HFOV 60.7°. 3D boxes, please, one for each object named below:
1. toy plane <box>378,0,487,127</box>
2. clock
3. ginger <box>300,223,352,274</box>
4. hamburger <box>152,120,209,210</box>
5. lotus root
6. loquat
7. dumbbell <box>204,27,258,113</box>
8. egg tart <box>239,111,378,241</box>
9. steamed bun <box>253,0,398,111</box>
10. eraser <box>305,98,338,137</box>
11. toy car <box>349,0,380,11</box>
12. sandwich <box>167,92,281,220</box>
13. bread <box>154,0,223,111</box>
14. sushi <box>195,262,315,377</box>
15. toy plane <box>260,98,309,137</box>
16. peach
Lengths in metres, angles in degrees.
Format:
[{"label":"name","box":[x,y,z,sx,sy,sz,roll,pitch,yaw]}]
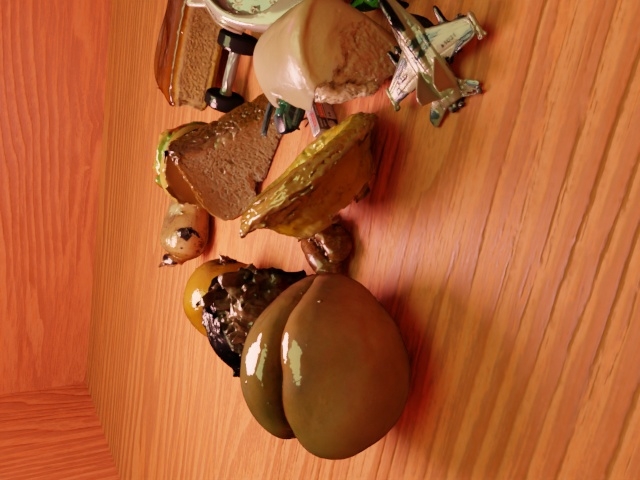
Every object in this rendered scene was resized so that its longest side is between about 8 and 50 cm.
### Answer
[{"label":"toy plane","box":[0.143,-0.306,0.818,0.192,0.088,0.262,-33,77,49]},{"label":"clock","box":[-0.114,-0.533,1.060,0.324,0.108,0.265,6,99,19]},{"label":"ginger","box":[0.000,0.000,1.059,0.162,0.073,0.103,52,131,44]},{"label":"hamburger","box":[-0.324,-0.204,1.427,0.149,0.237,0.237,35,119,50]},{"label":"lotus root","box":[-0.392,-0.036,1.597,0.154,0.140,0.257,-167,89,-69]},{"label":"loquat","box":[-0.218,0.135,1.280,0.208,0.208,0.208,0,90,57]},{"label":"dumbbell","box":[-0.226,-0.425,1.376,0.100,0.100,0.191,50,129,44]},{"label":"egg tart","box":[-0.007,-0.095,0.953,0.120,0.315,0.315,49,145,-10]},{"label":"steamed bun","box":[-0.008,-0.301,0.961,0.225,0.200,0.170,3,75,61]},{"label":"eraser","box":[-0.002,-0.257,1.082,0.029,0.052,0.122,-42,56,47]},{"label":"toy car","box":[0.113,-0.427,0.896,0.165,0.071,0.062,-30,79,52]},{"label":"sandwich","box":[-0.188,-0.192,1.308,0.254,0.288,0.099,59,-178,-45]},{"label":"bread","box":[-0.358,-0.549,1.499,0.323,0.143,0.333,47,126,58]},{"label":"sushi","box":[-0.110,0.152,1.091,0.219,0.238,0.225,-19,92,49]},{"label":"toy plane","box":[-0.063,-0.310,1.141,0.060,0.096,0.235,-5,68,54]},{"label":"peach","box":[0.007,0.198,0.896,0.292,0.247,0.292,-28,49,38]}]
